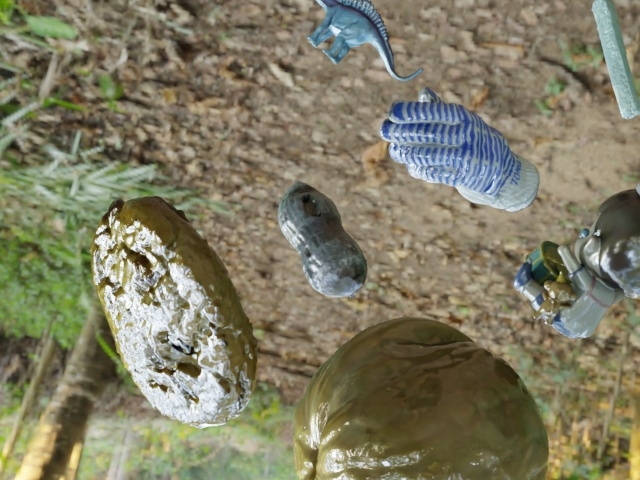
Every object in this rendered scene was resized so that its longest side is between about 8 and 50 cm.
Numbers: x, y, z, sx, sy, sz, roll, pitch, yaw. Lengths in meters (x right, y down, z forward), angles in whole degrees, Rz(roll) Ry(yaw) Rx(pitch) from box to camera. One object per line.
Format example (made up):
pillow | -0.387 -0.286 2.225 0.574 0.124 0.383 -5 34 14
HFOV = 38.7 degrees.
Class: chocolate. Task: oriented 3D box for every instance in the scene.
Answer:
chocolate | 0.000 0.000 1.557 0.110 0.248 0.110 -15 139 -13

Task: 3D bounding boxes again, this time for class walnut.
walnut | 0.107 0.228 1.018 0.285 0.285 0.296 15 157 -17

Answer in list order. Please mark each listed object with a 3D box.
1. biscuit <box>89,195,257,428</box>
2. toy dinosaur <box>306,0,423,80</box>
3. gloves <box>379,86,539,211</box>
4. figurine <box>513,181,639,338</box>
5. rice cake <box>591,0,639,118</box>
biscuit | -0.184 0.091 1.074 0.075 0.296 0.296 -29 -164 -38
toy dinosaur | 0.033 -0.244 1.058 0.197 0.080 0.045 42 -177 12
gloves | 0.172 -0.108 1.101 0.229 0.119 0.097 20 144 -25
figurine | 0.398 0.014 1.223 0.161 0.158 0.275 28 127 -33
rice cake | 0.579 -0.358 1.783 0.042 0.245 0.045 -18 168 38
